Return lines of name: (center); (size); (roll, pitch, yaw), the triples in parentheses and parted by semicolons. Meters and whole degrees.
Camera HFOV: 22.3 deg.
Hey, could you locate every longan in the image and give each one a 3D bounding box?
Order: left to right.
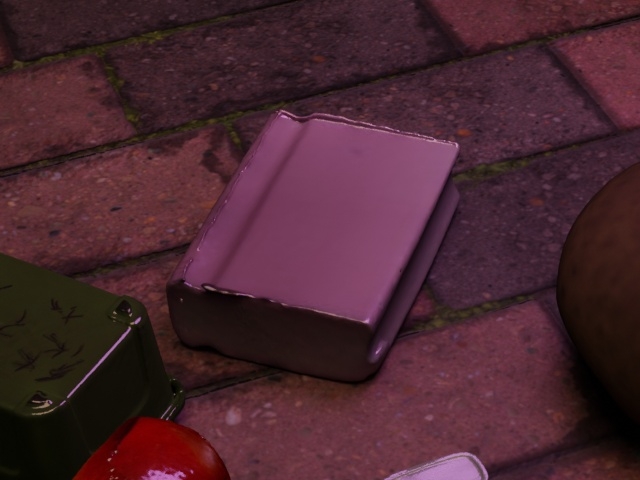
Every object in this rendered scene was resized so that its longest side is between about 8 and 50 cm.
longan: (0.408, 0.067, 1.805); (0.288, 0.288, 0.350); (-7, 50, -5)

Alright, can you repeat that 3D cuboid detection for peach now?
peach: (-0.179, 0.279, 1.630); (0.159, 0.154, 0.267); (20, 23, 17)

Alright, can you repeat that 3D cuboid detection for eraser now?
eraser: (0.000, 0.000, 2.017); (0.272, 0.122, 0.359); (12, 44, 14)

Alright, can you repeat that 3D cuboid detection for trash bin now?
trash bin: (0.115, 0.290, 1.664); (0.116, 0.130, 0.059); (-17, 44, -17)

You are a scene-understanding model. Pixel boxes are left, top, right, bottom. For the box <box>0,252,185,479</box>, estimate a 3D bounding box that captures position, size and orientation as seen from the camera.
box: (-0.342, 0.147, 1.821); (0.329, 0.177, 0.253); (18, 44, 23)
